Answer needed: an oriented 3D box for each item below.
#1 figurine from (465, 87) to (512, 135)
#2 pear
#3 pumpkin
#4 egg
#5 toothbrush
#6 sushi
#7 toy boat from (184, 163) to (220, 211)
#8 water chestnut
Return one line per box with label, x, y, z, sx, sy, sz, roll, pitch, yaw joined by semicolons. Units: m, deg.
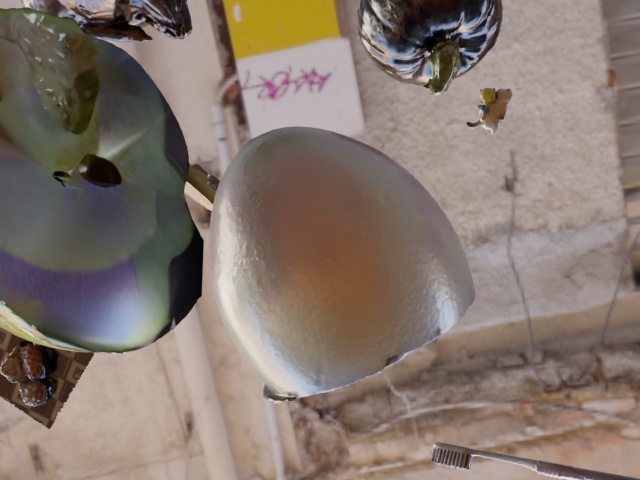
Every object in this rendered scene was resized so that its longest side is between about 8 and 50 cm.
figurine;0.277;-0.217;1.468;0.051;0.083;0.047;16;-166;-23
pear;-0.319;-0.050;1.008;0.165;0.399;0.399;-20;-173;32
pumpkin;0.225;-0.418;1.747;0.296;0.295;0.296;-11;-166;3
egg;0.000;0.000;1.257;0.354;0.340;0.354;-26;-172;4
toothbrush;0.299;0.288;1.088;0.354;0.029;0.024;3;158;30
sushi;-0.387;0.149;1.222;0.139;0.201;0.031;33;-168;3
toy boat;-0.208;-0.104;1.446;0.047;0.149;0.049;-11;-135;53
water chestnut;-0.298;-0.406;1.279;0.289;0.244;0.289;-13;-148;8
